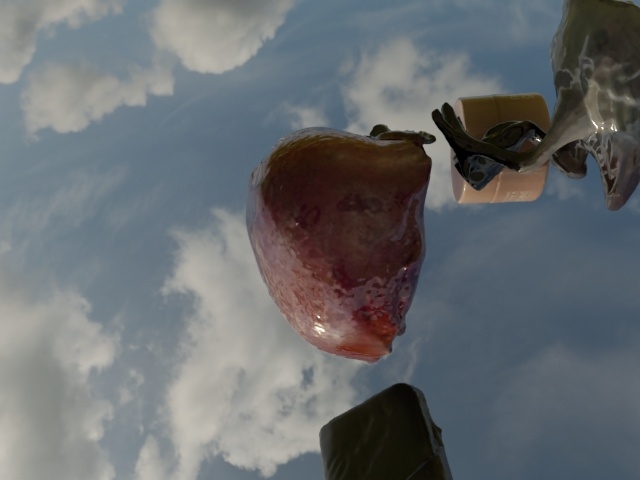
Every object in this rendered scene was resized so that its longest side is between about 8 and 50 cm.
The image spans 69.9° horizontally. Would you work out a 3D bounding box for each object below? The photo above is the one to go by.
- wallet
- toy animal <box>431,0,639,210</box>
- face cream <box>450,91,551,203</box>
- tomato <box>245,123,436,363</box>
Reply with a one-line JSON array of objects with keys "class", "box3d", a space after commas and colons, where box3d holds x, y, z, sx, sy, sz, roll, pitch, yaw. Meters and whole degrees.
[{"class": "wallet", "box3d": [0.073, 0.301, 0.475, 0.165, 0.042, 0.310, -41, -151, 21]}, {"class": "toy animal", "box3d": [0.235, -0.160, 0.389, 0.195, 0.324, 0.090, 35, -146, 13]}, {"class": "face cream", "box3d": [0.244, -0.127, 0.640, 0.104, 0.149, 0.149, -2, -130, 8]}, {"class": "tomato", "box3d": [-0.003, 0.001, 0.556, 0.176, 0.290, 0.335, 3, -168, -11]}]
